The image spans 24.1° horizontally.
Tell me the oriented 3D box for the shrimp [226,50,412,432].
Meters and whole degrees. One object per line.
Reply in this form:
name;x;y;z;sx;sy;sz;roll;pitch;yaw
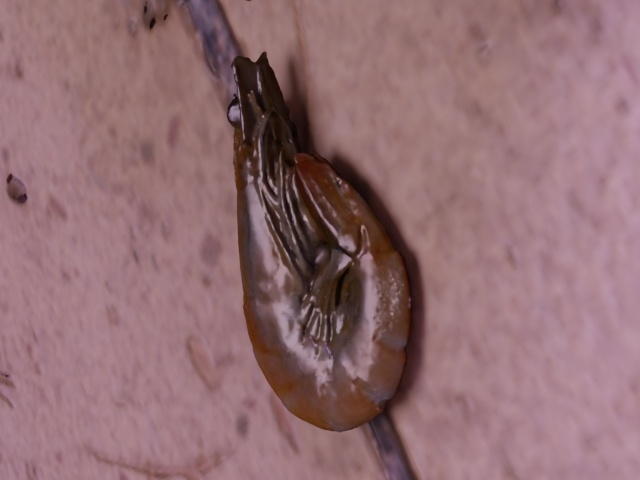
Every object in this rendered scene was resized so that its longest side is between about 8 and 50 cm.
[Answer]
shrimp;0.000;0.000;0.417;0.059;0.023;0.108;-2;98;43
